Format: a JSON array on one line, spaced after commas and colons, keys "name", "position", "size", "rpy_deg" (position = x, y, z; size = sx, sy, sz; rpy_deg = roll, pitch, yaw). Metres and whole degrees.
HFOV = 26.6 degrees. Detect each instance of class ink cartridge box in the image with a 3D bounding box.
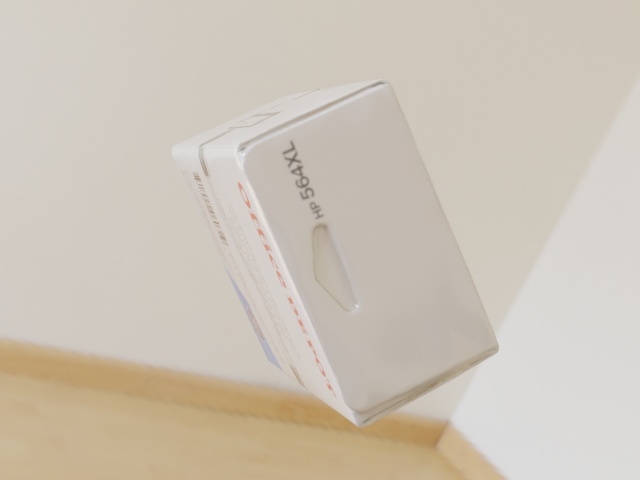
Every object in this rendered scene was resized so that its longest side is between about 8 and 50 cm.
[{"name": "ink cartridge box", "position": [0.000, 0.000, 0.721], "size": [0.148, 0.086, 0.203], "rpy_deg": [66, -12, -10]}]
